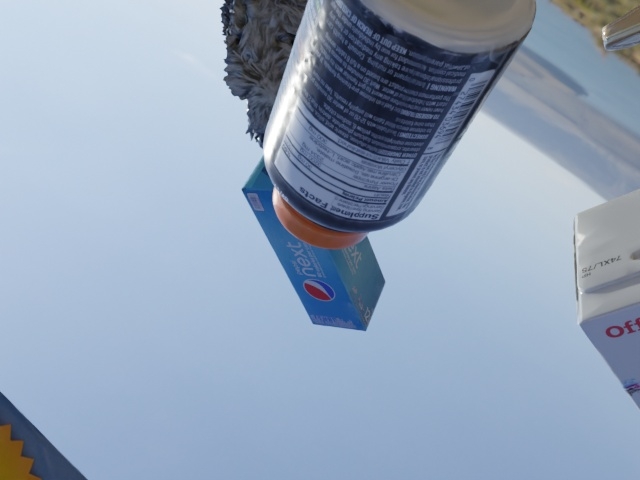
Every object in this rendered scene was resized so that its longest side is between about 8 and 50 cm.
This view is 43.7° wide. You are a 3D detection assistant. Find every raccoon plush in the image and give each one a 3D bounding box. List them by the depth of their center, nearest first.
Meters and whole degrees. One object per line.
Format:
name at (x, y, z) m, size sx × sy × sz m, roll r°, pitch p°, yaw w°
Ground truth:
raccoon plush at (-0.008, -0.291, 1.038) m, size 0.299 × 0.216 × 0.446 m, roll -30°, pitch -78°, yaw -79°

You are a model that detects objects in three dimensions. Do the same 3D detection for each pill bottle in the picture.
pill bottle at (0.035, -0.092, 0.552) m, size 0.131 × 0.245 × 0.130 m, roll 9°, pitch -124°, yaw -13°

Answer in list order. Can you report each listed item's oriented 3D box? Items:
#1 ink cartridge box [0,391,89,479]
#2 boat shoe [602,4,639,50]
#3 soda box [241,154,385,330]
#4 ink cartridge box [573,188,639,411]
ink cartridge box at (-0.208, 0.182, 0.297) m, size 0.395 × 0.151 × 0.270 m, roll 53°, pitch -156°, yaw -23°
boat shoe at (0.369, -0.258, 0.831) m, size 0.059 × 0.170 × 0.063 m, roll 66°, pitch -165°, yaw 8°
soda box at (0.000, 0.000, 0.805) m, size 0.067 × 0.071 × 0.210 m, roll 5°, pitch 140°, yaw 28°
ink cartridge box at (0.436, 0.085, 0.897) m, size 0.270 × 0.198 × 0.197 m, roll 50°, pitch -146°, yaw -24°
